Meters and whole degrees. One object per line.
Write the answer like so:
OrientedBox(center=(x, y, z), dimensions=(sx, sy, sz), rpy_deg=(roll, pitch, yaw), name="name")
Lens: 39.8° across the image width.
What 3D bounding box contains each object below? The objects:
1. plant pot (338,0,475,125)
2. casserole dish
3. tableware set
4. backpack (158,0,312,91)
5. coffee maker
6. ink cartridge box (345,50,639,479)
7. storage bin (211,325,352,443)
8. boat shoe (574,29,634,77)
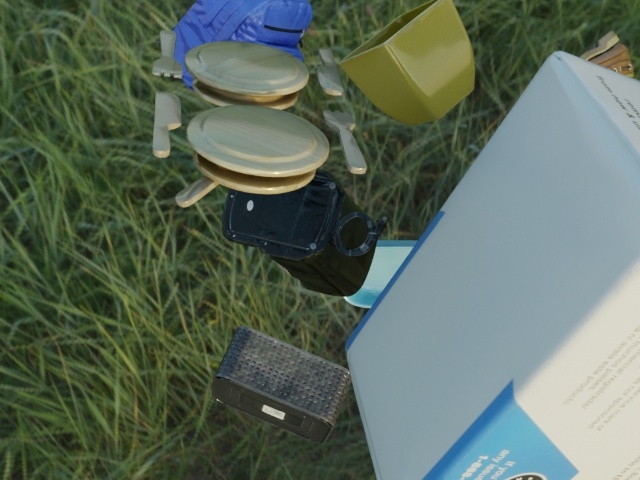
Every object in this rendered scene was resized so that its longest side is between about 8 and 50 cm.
OrientedBox(center=(0.082, -0.145, 0.752), dimensions=(0.081, 0.081, 0.083), rpy_deg=(-40, 106, -21), name="plant pot")
OrientedBox(center=(0.106, 0.045, 1.275), dimensions=(0.189, 0.114, 0.037), rpy_deg=(-1, 36, 20), name="casserole dish")
OrientedBox(center=(-0.047, -0.080, 0.582), dimensions=(0.128, 0.039, 0.194), rpy_deg=(4, 33, -11), name="tableware set")
OrientedBox(center=(-0.063, -0.185, 0.798), dimensions=(0.101, 0.120, 0.098), rpy_deg=(50, 31, 14), name="backpack")
OrientedBox(center=(0.000, 0.000, 0.968), dimensions=(0.171, 0.178, 0.120), rpy_deg=(38, 90, 25), name="coffee maker")
OrientedBox(center=(0.262, 0.076, 0.621), dimensions=(0.395, 0.285, 0.166), rpy_deg=(13, 38, -25), name="ink cartridge box")
OrientedBox(center=(-0.056, 0.209, 1.266), dimensions=(0.180, 0.122, 0.084), rpy_deg=(23, 62, 3), name="storage bin")
OrientedBox(center=(0.482, -0.281, 1.609), dimensions=(0.307, 0.111, 0.104), rpy_deg=(-38, 92, -32), name="boat shoe")
